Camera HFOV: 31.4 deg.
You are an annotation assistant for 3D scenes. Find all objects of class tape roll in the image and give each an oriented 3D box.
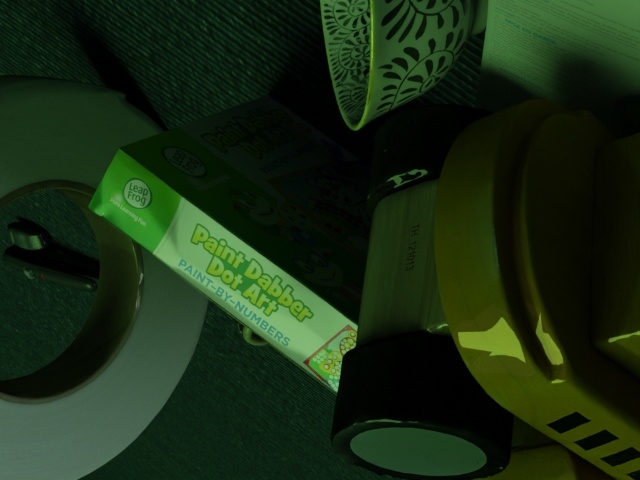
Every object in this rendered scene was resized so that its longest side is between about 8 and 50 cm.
[{"bbox_3d":[-0.267,0.041,1.051,0.072,0.392,0.392,14,145,44],"label":"tape roll"}]

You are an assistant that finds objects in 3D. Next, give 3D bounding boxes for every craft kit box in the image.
[{"bbox_3d":[0.000,0.000,0.815,0.247,0.250,0.061,33,114,9],"label":"craft kit box"}]

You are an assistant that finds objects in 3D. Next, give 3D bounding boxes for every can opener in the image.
[{"bbox_3d":[-0.364,0.033,1.542,0.186,0.059,0.073,22,149,33],"label":"can opener"}]

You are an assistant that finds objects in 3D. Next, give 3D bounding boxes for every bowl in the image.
[{"bbox_3d":[0.049,-0.149,0.635,0.080,0.170,0.170,-7,151,-6],"label":"bowl"}]

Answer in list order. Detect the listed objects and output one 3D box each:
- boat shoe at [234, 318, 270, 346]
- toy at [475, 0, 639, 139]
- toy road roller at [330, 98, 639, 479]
[{"bbox_3d":[-0.055,0.074,1.175,0.224,0.073,0.080,23,150,31],"label":"boat shoe"},{"bbox_3d":[0.160,-0.093,0.635,0.137,0.056,0.237,24,157,13],"label":"toy"},{"bbox_3d":[0.178,0.053,0.626,0.241,0.202,0.330,-19,140,41],"label":"toy road roller"}]
